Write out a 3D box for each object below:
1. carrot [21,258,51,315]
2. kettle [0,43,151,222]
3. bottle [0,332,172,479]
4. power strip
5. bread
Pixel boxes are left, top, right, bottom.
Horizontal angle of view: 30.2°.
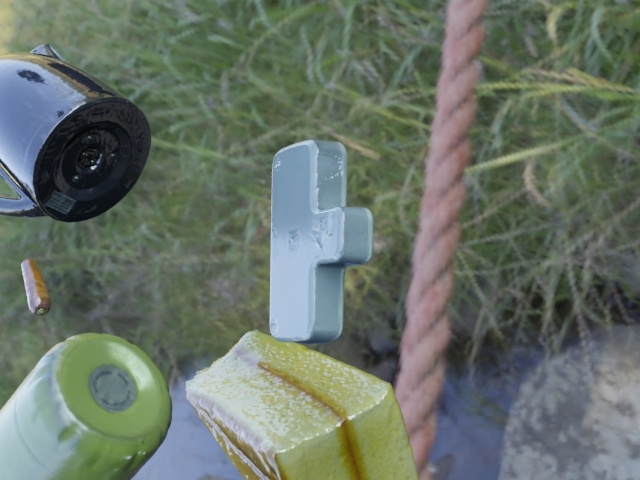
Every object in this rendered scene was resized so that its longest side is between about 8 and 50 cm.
[{"bbox_3d":[-0.386,0.064,1.611,0.032,0.032,0.093,-54,42,28],"label":"carrot"},{"bbox_3d":[-0.445,-0.161,1.817,0.290,0.207,0.268,36,88,32],"label":"kettle"},{"bbox_3d":[-0.220,0.182,0.942,0.260,0.112,0.112,-47,37,38],"label":"bottle"},{"bbox_3d":[0.001,0.000,1.535,0.194,0.059,0.265,-10,77,60],"label":"power strip"},{"bbox_3d":[-0.043,0.316,1.940,0.362,0.233,0.245,23,134,55],"label":"bread"}]
